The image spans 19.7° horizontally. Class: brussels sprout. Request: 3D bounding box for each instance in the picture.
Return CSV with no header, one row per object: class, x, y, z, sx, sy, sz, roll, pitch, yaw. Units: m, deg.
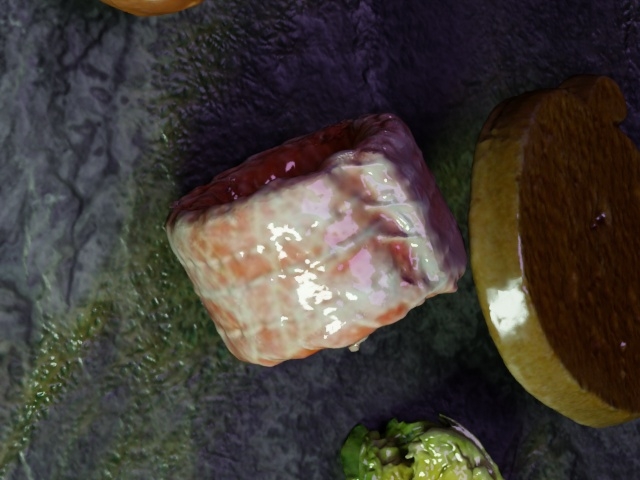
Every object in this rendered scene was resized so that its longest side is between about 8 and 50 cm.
brussels sprout,0.104,0.247,1.743,0.139,0.100,0.181,-45,111,-13

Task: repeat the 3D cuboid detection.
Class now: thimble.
thimble,0.000,0.000,1.610,0.239,0.239,0.162,-30,103,-28

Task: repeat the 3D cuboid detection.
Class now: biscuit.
biscuit,0.244,0.002,1.769,0.394,0.070,0.350,37,53,-50

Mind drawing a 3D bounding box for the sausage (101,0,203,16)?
sausage,-0.113,-0.300,1.597,0.268,0.153,0.141,-41,141,-26
